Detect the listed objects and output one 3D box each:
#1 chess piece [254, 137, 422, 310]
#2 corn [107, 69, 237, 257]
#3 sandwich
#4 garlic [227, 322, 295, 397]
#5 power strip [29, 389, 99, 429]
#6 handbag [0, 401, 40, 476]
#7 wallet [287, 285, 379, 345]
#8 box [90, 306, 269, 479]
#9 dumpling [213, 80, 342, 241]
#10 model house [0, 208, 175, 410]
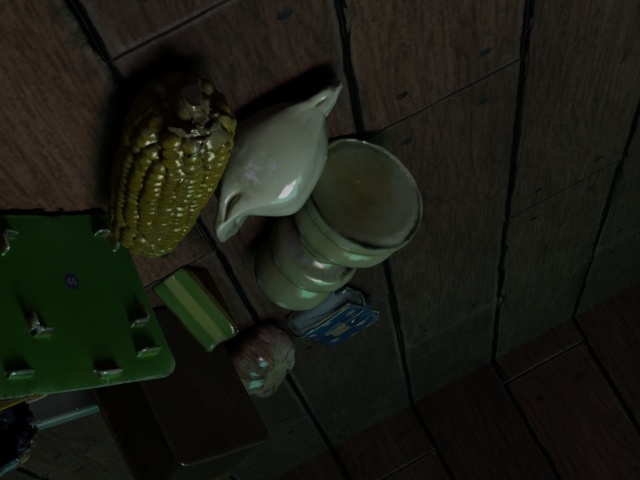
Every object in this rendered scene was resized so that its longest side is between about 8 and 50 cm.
[{"bbox_3d":[0.000,0.000,1.931,0.182,0.182,0.330,-17,163,-31],"label":"chess piece"},{"bbox_3d":[-0.182,-0.082,1.514,0.130,0.130,0.347,-19,163,-26],"label":"corn"},{"bbox_3d":[-0.192,0.107,1.991,0.074,0.116,0.074,-36,161,17],"label":"sandwich"},{"bbox_3d":[-0.114,0.218,2.411,0.147,0.102,0.159,-39,153,-14],"label":"garlic"},{"bbox_3d":[-0.448,0.276,2.147,0.252,0.060,0.027,-14,156,-36],"label":"power strip"},{"bbox_3d":[-0.551,0.319,1.824,0.329,0.122,0.303,-30,-166,-5],"label":"handbag"},{"bbox_3d":[0.031,0.148,2.499,0.141,0.059,0.202,-35,160,11],"label":"wallet"},{"bbox_3d":[-0.235,0.255,2.068,0.184,0.273,0.143,-13,156,-39],"label":"box"},{"bbox_3d":[-0.054,-0.110,1.668,0.252,0.131,0.179,-55,175,11],"label":"dumpling"},{"bbox_3d":[-0.421,0.139,1.582,0.313,0.242,0.357,-37,162,30],"label":"model house"}]
